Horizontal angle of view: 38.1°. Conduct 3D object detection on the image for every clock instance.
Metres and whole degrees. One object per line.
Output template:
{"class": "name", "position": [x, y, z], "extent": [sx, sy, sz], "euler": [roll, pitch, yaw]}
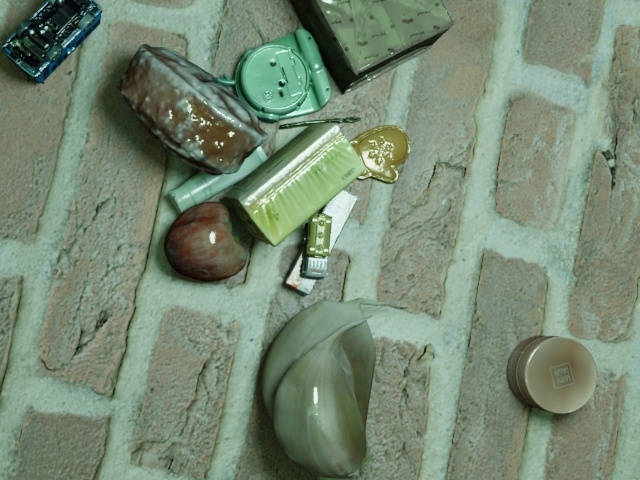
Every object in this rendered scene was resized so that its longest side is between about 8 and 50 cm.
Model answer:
{"class": "clock", "position": [-0.092, -0.307, 1.799], "extent": [0.211, 0.066, 0.159], "euler": [-21, 89, -9]}

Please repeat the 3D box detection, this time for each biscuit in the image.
{"class": "biscuit", "position": [0.120, -0.167, 1.843], "extent": [0.140, 0.023, 0.118], "euler": [-32, 91, -11]}

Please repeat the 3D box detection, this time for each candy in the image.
{"class": "candy", "position": [-0.239, -0.233, 1.687], "extent": [0.289, 0.214, 0.157], "euler": [39, 96, 12]}

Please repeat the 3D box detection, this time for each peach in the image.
{"class": "peach", "position": [-0.221, 0.007, 1.729], "extent": [0.152, 0.152, 0.152], "euler": [1, 86, -9]}

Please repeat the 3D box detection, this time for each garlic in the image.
{"class": "garlic", "position": [0.018, 0.259, 1.693], "extent": [0.246, 0.231, 0.340], "euler": [16, 89, -5]}

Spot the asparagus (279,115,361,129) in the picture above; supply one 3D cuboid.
{"class": "asparagus", "position": [0.000, -0.234, 1.834], "extent": [0.166, 0.016, 0.013], "euler": [-8, 54, -8]}

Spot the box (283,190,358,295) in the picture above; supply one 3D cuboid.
{"class": "box", "position": [0.000, 0.000, 1.803], "extent": [0.055, 0.039, 0.218], "euler": [29, 82, -7]}

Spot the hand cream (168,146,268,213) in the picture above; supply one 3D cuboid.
{"class": "hand cream", "position": [-0.195, -0.123, 1.778], "extent": [0.205, 0.050, 0.078], "euler": [-34, 101, -14]}

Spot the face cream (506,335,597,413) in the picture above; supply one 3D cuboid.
{"class": "face cream", "position": [0.454, 0.262, 1.823], "extent": [0.149, 0.104, 0.149], "euler": [1, 86, -9]}

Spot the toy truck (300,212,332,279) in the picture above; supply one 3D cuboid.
{"class": "toy truck", "position": [-0.006, 0.011, 1.748], "extent": [0.052, 0.063, 0.123], "euler": [6, 85, -9]}

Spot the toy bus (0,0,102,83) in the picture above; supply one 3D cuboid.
{"class": "toy bus", "position": [-0.497, -0.380, 1.718], "extent": [0.090, 0.106, 0.184], "euler": [42, 75, -8]}

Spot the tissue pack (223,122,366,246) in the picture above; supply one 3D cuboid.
{"class": "tissue pack", "position": [-0.051, -0.106, 1.737], "extent": [0.234, 0.159, 0.125], "euler": [-40, 104, -10]}

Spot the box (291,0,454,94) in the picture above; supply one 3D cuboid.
{"class": "box", "position": [0.077, -0.474, 1.777], "extent": [0.225, 0.190, 0.297], "euler": [-29, 90, -9]}
